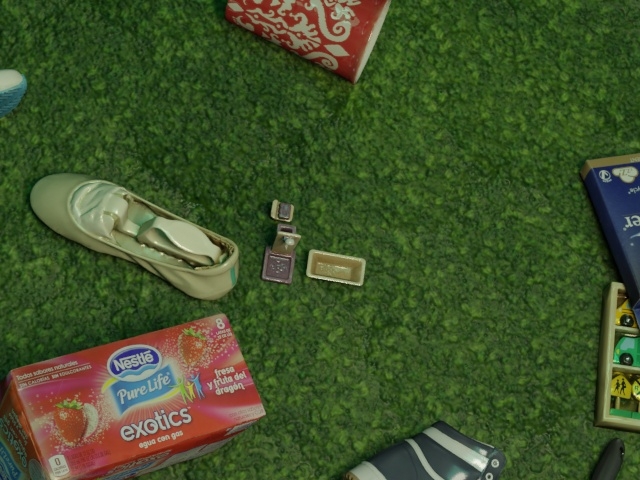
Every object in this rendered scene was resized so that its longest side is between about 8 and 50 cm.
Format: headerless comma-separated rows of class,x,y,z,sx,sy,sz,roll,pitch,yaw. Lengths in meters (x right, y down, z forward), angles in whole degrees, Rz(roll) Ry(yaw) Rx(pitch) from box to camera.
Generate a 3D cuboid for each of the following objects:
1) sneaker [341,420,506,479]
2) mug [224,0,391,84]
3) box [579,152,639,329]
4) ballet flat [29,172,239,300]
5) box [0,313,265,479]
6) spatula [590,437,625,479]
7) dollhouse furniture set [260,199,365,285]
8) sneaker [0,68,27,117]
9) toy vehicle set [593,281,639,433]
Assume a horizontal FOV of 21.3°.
sneaker,0.163,0.324,1.811,0.153,0.099,0.282,-33,80,-20
mug,-0.014,-0.267,1.984,0.169,0.150,0.113,23,106,2
box,0.400,-0.001,1.968,0.136,0.036,0.225,-8,64,-17
ballet flat,-0.200,-0.017,1.864,0.248,0.086,0.086,25,70,-2
box,-0.205,0.175,1.736,0.257,0.128,0.122,-14,74,-35
spatula,0.264,0.319,1.831,0.296,0.030,0.084,-48,126,-35
dollhouse furniture set,0.000,0.000,1.895,0.114,0.081,0.091,11,71,-7
sneaker,-0.436,-0.160,1.866,0.229,0.087,0.092,-15,73,-17
toy vehicle set,0.449,0.150,1.953,0.267,0.035,0.166,9,71,-8
